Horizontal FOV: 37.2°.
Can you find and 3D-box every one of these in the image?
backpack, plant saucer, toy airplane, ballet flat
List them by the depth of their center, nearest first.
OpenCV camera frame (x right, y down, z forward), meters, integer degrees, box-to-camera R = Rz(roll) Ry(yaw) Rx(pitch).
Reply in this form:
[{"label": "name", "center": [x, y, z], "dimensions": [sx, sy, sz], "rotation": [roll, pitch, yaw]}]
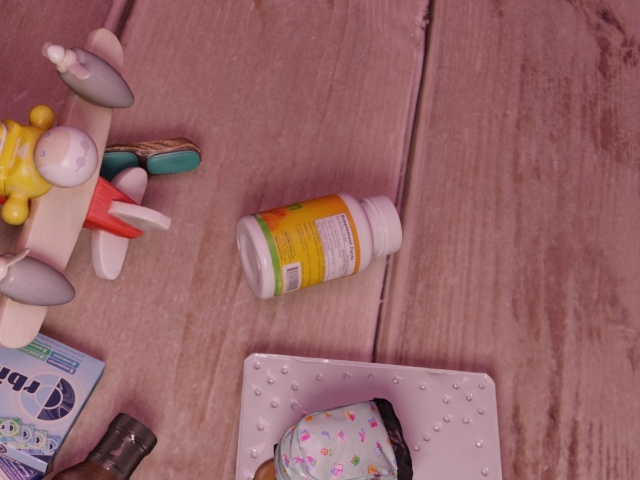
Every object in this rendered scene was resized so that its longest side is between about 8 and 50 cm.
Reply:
[{"label": "backpack", "center": [0.026, 0.289, 1.308], "dimensions": [0.182, 0.115, 0.152], "rotation": [-6, 56, -24]}, {"label": "plant saucer", "center": [-0.053, 0.341, 1.327], "dimensions": [0.083, 0.015, 0.083], "rotation": [4, 59, -7]}, {"label": "toy airplane", "center": [-0.380, -0.087, 1.380], "dimensions": [0.384, 0.272, 0.386], "rotation": [-29, 99, -35]}, {"label": "ballet flat", "center": [-0.306, -0.138, 1.608], "dimensions": [0.206, 0.073, 0.067], "rotation": [-5, 33, -16]}]

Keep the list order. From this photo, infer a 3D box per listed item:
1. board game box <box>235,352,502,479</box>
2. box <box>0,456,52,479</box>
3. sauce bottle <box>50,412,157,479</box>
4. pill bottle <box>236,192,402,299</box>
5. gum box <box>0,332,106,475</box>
[{"label": "board game box", "center": [0.070, 0.365, 1.374], "dimensions": [0.390, 0.050, 0.390], "rotation": [6, 59, -7]}, {"label": "box", "center": [-0.499, 0.331, 1.294], "dimensions": [0.225, 0.036, 0.136], "rotation": [-36, 71, -30]}, {"label": "sauce bottle", "center": [-0.341, 0.381, 1.251], "dimensions": [0.111, 0.111, 0.344], "rotation": [30, 60, 8]}, {"label": "pill bottle", "center": [0.000, 0.000, 1.530], "dimensions": [0.246, 0.136, 0.136], "rotation": [-15, 63, -19]}, {"label": "gum box", "center": [-0.416, 0.219, 1.345], "dimensions": [0.157, 0.041, 0.184], "rotation": [25, 46, -2]}]
